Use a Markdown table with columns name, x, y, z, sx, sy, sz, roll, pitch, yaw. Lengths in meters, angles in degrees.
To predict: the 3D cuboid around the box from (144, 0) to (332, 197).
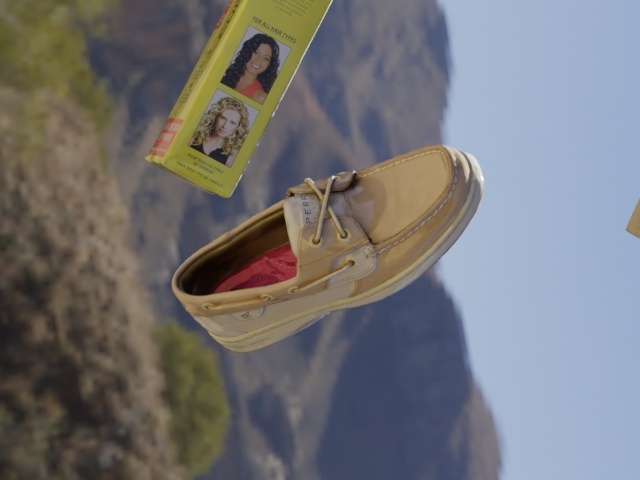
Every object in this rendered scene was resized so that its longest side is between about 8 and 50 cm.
| name | x | y | z | sx | sy | sz | roll | pitch | yaw |
| --- | --- | --- | --- | --- | --- | --- | --- | --- | --- |
| box | -0.042 | -0.145 | 1.354 | 0.232 | 0.058 | 0.087 | -63 | -166 | -1 |

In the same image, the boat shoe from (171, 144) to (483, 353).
| name | x | y | z | sx | sy | sz | roll | pitch | yaw |
| --- | --- | --- | --- | --- | --- | --- | --- | --- | --- |
| boat shoe | 0.000 | 0.000 | 0.942 | 0.059 | 0.170 | 0.063 | 36 | 30 | -43 |

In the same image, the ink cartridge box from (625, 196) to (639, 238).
| name | x | y | z | sx | sy | sz | roll | pitch | yaw |
| --- | --- | --- | --- | --- | --- | --- | --- | --- | --- |
| ink cartridge box | 0.355 | -0.070 | 1.380 | 0.193 | 0.088 | 0.234 | 29 | -81 | 45 |
